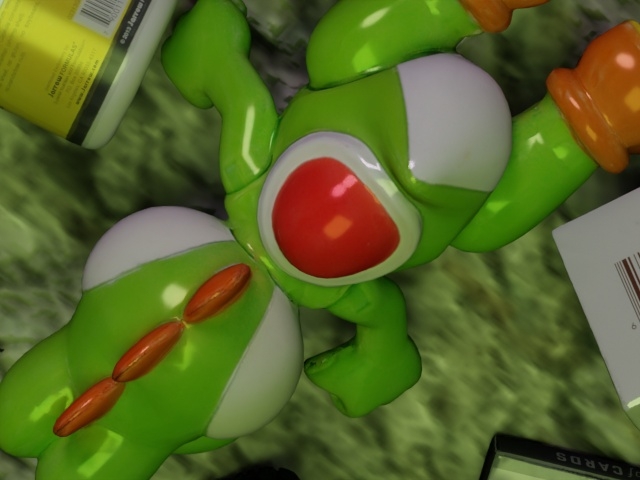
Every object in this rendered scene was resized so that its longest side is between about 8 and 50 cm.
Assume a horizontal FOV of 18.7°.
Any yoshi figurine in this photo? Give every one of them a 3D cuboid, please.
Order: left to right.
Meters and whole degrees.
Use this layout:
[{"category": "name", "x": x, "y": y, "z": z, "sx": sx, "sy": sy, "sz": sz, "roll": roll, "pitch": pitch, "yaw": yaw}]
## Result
[{"category": "yoshi figurine", "x": -0.006, "y": -0.010, "z": 0.964, "sx": 0.362, "sy": 0.203, "sz": 0.203, "roll": -39, "pitch": 142, "yaw": 3}]

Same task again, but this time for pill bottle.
[{"category": "pill bottle", "x": -0.165, "y": -0.126, "z": 0.930, "sx": 0.184, "sy": 0.103, "sz": 0.103, "roll": 26, "pitch": 111, "yaw": -8}]

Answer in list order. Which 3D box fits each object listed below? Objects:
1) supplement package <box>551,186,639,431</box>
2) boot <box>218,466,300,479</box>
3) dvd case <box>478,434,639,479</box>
[{"category": "supplement package", "x": 0.201, "y": 0.051, "z": 0.944, "sx": 0.105, "sy": 0.105, "sz": 0.179, "roll": -28, "pitch": 145, "yaw": 12}, {"category": "boot", "x": -0.059, "y": 0.258, "z": 1.087, "sx": 0.246, "sy": 0.094, "sz": 0.207, "roll": -30, "pitch": 105, "yaw": 21}, {"category": "dvd case", "x": 0.153, "y": 0.236, "z": 1.107, "sx": 0.179, "sy": 0.029, "sz": 0.239, "roll": 14, "pitch": 112, "yaw": -3}]
